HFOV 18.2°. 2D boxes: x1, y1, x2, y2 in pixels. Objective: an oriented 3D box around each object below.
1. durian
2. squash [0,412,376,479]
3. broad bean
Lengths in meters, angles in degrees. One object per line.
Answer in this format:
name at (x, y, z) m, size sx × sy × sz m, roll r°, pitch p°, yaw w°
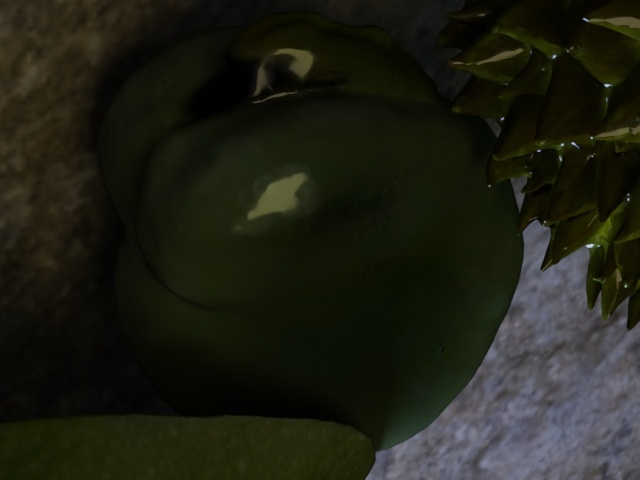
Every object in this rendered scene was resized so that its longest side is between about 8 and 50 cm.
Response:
durian at (0.163, -0.141, 0.722) m, size 0.198 × 0.163 × 0.394 m, roll 6°, pitch 89°, yaw -35°
squash at (-0.108, 0.102, 0.741) m, size 0.260 × 0.189 × 0.189 m, roll -49°, pitch 148°, yaw -50°
broad bean at (0.000, 0.000, 0.782) m, size 0.169 × 0.100 × 0.228 m, roll -23°, pitch 141°, yaw -13°
